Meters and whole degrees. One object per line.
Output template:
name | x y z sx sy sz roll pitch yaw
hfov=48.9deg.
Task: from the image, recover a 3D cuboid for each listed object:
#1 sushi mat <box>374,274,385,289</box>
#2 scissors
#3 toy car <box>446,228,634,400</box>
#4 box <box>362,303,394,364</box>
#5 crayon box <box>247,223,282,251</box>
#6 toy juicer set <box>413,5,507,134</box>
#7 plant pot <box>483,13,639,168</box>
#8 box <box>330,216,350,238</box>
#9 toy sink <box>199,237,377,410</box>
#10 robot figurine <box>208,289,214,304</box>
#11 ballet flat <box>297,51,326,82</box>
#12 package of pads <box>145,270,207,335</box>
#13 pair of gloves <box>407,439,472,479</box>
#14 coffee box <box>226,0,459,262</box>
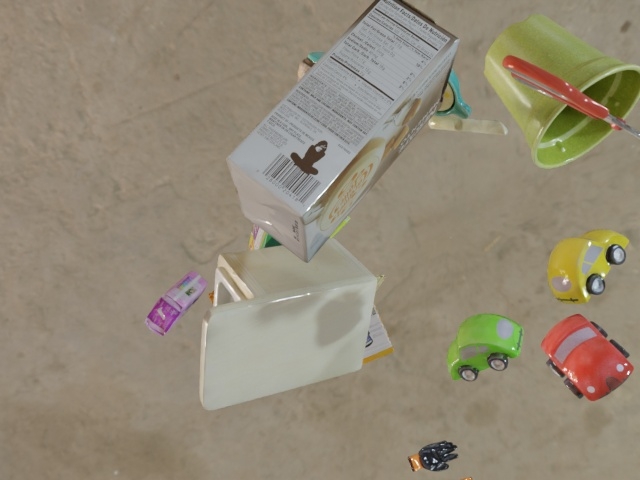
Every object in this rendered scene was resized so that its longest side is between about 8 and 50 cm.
sushi mat | 0.052 0.216 1.823 0.019 0.151 0.316 40 109 28
scissors | 0.363 -0.155 0.893 0.297 0.109 0.021 33 100 10
toy car | 0.215 0.089 0.747 0.053 0.239 0.225 46 130 -14
box | 0.104 0.203 1.588 0.081 0.028 0.136 -23 79 8
crayon box | -0.061 -0.070 1.368 0.106 0.363 0.312 12 105 -10
toy juicer set | 0.202 -0.301 1.426 0.329 0.209 0.089 47 67 -17
plant pot | 0.496 -0.340 1.513 0.276 0.276 0.253 -37 61 8
box | 0.000 0.000 1.847 0.042 0.178 0.109 43 53 2
toy sink | -0.065 0.101 0.923 0.234 0.131 0.152 -10 123 -28
robot figurine | -0.178 0.215 1.855 0.085 0.211 0.290 -4 123 36
ballet flat | 0.081 -0.240 1.103 0.108 0.316 0.106 39 127 38
package of pads | -0.166 0.072 0.816 0.032 0.083 0.050 37 111 -1
pair of gloves | 0.160 0.309 0.928 0.074 0.010 0.083 -16 70 -23
coffee box | 0.026 -0.114 0.733 0.098 0.141 0.246 37 74 12
